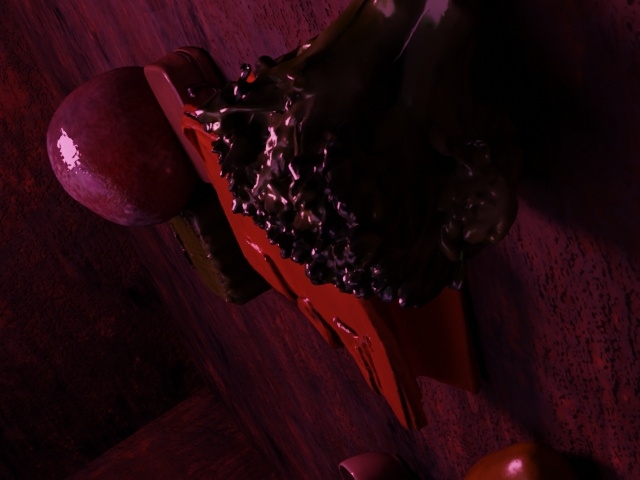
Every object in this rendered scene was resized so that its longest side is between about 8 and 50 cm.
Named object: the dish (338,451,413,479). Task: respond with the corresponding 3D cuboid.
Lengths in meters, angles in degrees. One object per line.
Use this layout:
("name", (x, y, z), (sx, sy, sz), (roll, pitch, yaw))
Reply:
("dish", (0.124, 0.434, 1.588), (0.213, 0.090, 0.213), (53, 166, 19))

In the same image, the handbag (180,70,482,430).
("handbag", (0.000, 0.000, 1.088), (0.410, 0.116, 0.303), (42, 157, 47))

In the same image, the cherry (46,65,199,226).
("cherry", (-0.306, -0.154, 1.486), (0.213, 0.236, 0.285), (14, -137, -52))

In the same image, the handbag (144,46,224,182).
("handbag", (-0.167, -0.177, 1.346), (0.193, 0.072, 0.151), (64, 164, -15))

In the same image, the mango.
("mango", (0.207, 0.278, 0.988), (0.138, 0.113, 0.253), (47, 159, 32))

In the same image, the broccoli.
("broccoli", (0.053, -0.097, 0.681), (0.245, 0.248, 0.288), (-54, 51, 35))

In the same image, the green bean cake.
("green bean cake", (-0.170, -0.006, 1.596), (0.200, 0.113, 0.214), (28, 146, 62))
